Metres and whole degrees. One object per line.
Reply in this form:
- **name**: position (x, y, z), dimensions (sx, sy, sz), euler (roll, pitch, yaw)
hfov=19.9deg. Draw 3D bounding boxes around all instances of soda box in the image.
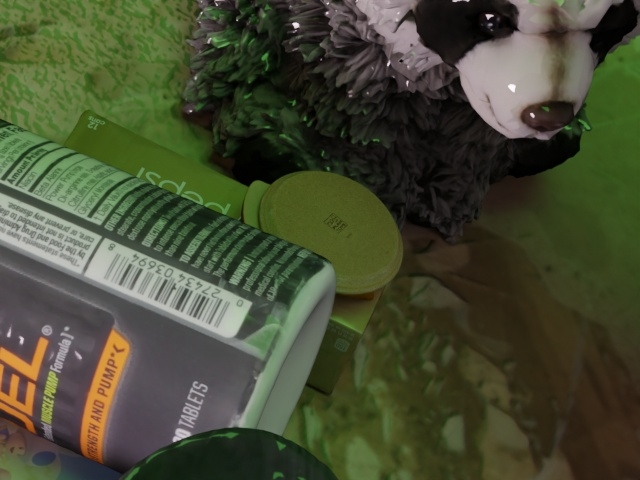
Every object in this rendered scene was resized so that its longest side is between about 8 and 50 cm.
- **soda box**: position (-0.058, 0.006, 0.942), dimensions (0.181, 0.061, 0.058), euler (25, 50, 0)

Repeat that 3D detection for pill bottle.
- **pill bottle**: position (-0.127, 0.022, 0.849), dimensions (0.245, 0.130, 0.130), euler (23, 49, 9)

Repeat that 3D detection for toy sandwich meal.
- **toy sandwich meal**: position (0.000, 0.000, 0.909), dimensions (0.085, 0.029, 0.085), euler (14, 47, -16)

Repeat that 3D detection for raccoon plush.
- **raccoon plush**: position (0.026, -0.213, 0.989), dimensions (0.216, 0.299, 0.446), euler (-17, 61, -30)

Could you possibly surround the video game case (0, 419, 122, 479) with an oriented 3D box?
- **video game case**: position (-0.183, 0.159, 0.802), dimensions (0.285, 0.025, 0.204), euler (21, 49, -4)

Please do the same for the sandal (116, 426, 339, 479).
- **sandal**: position (0.051, 0.272, 0.688), dimensions (0.167, 0.107, 0.446), euler (-33, 87, -29)
